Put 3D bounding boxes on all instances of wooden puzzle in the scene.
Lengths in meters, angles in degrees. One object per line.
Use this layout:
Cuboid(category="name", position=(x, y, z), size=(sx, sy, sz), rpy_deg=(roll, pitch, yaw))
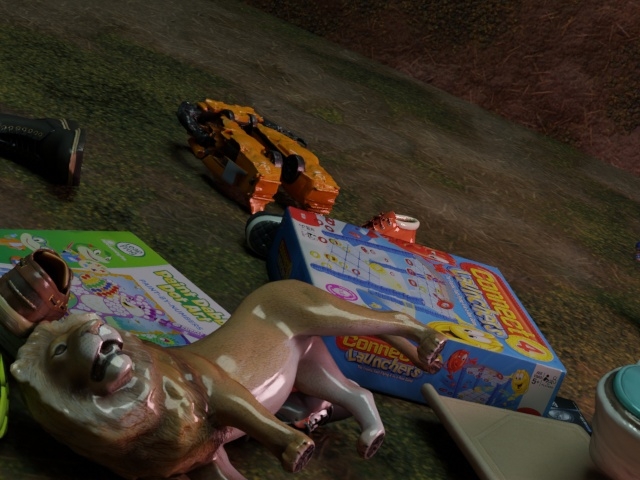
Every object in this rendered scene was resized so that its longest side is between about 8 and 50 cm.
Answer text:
Cuboid(category="wooden puzzle", position=(0.231, 0.241, 1.343), size=(0.239, 0.044, 0.221), rpy_deg=(19, 17, -24))

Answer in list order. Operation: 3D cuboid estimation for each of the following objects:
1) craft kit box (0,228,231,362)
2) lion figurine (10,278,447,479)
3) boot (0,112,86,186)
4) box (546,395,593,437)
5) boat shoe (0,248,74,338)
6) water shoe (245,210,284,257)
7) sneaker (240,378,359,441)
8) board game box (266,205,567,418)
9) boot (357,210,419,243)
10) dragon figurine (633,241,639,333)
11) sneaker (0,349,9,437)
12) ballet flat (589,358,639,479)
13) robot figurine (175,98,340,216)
Cuboid(category="craft kit box", position=(-0.228, 0.066, 1.311), size=(0.247, 0.061, 0.250), rpy_deg=(4, 24, -48))
Cuboid(category="lion figurine", position=(-0.069, 0.116, 1.158), size=(0.240, 0.142, 0.392), rpy_deg=(33, 27, 23))
Cuboid(category="boot", position=(-0.379, -0.122, 1.676), size=(0.137, 0.076, 0.198), rpy_deg=(9, 8, -20))
Cuboid(category="box", position=(0.277, 0.207, 1.520), size=(0.067, 0.018, 0.083), rpy_deg=(17, 18, -13))
Cuboid(category="boat shoe", position=(-0.242, 0.040, 1.134), size=(0.064, 0.060, 0.178), rpy_deg=(46, 3, -4))
Cuboid(category="water shoe", position=(0.000, 0.000, 1.723), size=(0.203, 0.073, 0.080), rpy_deg=(17, 16, -13))
Cuboid(category="sneaker", position=(-0.021, 0.172, 1.242), size=(0.158, 0.061, 0.065), rpy_deg=(-2, 37, -29))
Cuboid(category="board game box", position=(0.103, 0.088, 1.560), size=(0.302, 0.086, 0.308), rpy_deg=(16, 19, -15))
Cuboid(category="boot", position=(0.066, -0.008, 1.804), size=(0.158, 0.084, 0.059), rpy_deg=(7, 24, -34))
Cuboid(category="dragon figurine", position=(0.577, 0.105, 1.948), size=(0.289, 0.144, 0.085), rpy_deg=(31, 21, 28))
Cuboid(category="sneaker", position=(-0.349, 0.080, 1.095), size=(0.124, 0.109, 0.295), rpy_deg=(-24, 45, -25))
Cuboid(category="ballet flat", position=(0.353, 0.195, 1.374), size=(0.139, 0.139, 0.400), rpy_deg=(27, 17, 18))
Cuboid(category="robot figurine", position=(-0.104, -0.128, 1.959), size=(0.211, 0.085, 0.291), rpy_deg=(9, 22, -35))
